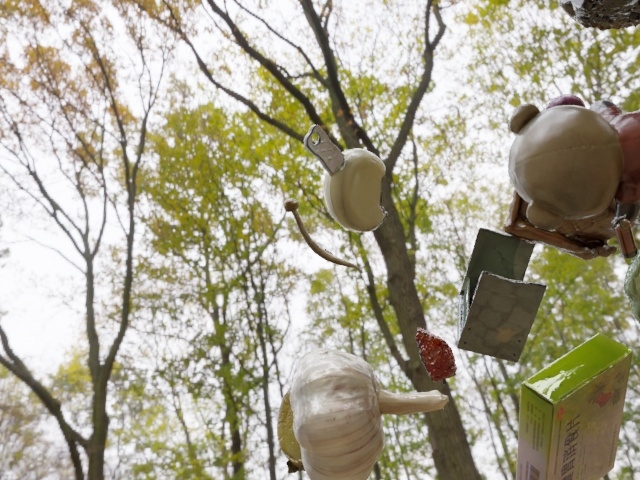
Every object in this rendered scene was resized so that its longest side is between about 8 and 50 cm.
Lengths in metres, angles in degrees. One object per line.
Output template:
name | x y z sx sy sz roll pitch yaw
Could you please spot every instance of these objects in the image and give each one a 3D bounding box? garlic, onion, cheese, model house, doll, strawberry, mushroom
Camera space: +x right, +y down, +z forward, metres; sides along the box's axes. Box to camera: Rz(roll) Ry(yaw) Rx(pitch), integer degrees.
garlic | 0.074 0.246 0.817 0.225 0.199 0.199 -7 -37 1
onion | 0.680 -0.354 1.598 0.115 0.104 0.115 6 -62 10
cheese | 0.043 -0.110 1.117 0.070 0.164 0.248 11 -4 43
model house | 0.508 -0.063 1.166 0.229 0.220 0.199 -34 -23 34
doll | 0.491 -0.141 0.985 0.329 0.235 0.174 -9 -6 -1
strawberry | 0.370 0.355 1.783 0.085 0.192 0.140 -21 -14 31
mushroom | -0.002 0.002 1.570 0.068 0.043 0.306 -13 -53 50

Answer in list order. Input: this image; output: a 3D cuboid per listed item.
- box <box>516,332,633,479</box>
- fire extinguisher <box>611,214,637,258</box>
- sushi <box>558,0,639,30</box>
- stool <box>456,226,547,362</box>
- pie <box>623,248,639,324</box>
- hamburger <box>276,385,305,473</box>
box | 0.386 0.290 0.883 0.175 0.062 0.261 -22 -57 -23
fire extinguisher | 0.417 -0.006 0.791 0.028 0.022 0.083 -44 -51 -6
sushi | 0.583 -0.510 1.090 0.227 0.216 0.212 -19 -18 2
stool | 0.487 0.146 1.576 0.170 0.244 0.270 12 -58 7
pie | 0.613 0.087 0.910 0.240 0.054 0.241 19 -47 21
hamburger | 0.012 0.401 1.250 0.215 0.189 0.122 -28 -33 19
